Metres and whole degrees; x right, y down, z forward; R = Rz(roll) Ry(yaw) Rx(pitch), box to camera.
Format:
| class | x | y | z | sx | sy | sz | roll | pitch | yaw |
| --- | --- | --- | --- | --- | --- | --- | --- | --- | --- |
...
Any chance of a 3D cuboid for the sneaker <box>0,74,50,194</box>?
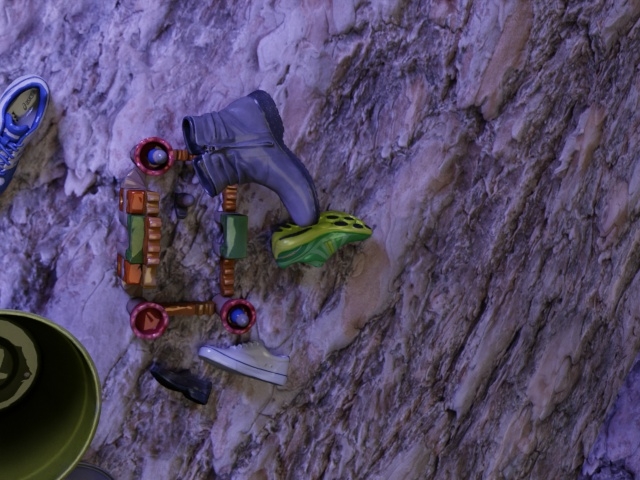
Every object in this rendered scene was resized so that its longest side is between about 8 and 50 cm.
| class | x | y | z | sx | sy | sz | roll | pitch | yaw |
| --- | --- | --- | --- | --- | --- | --- | --- | --- | --- |
| sneaker | -0.658 | -0.215 | 1.363 | 0.112 | 0.131 | 0.296 | 26 | 87 | -29 |

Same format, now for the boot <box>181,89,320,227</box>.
| class | x | y | z | sx | sy | sz | roll | pitch | yaw |
| --- | --- | --- | --- | --- | --- | --- | --- | --- | --- |
| boot | -0.157 | -0.143 | 1.447 | 0.222 | 0.118 | 0.338 | -33 | 100 | -29 |

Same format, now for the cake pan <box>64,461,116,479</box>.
| class | x | y | z | sx | sy | sz | roll | pitch | yaw |
| --- | --- | --- | --- | --- | --- | --- | --- | --- | --- |
| cake pan | -0.609 | 0.676 | 1.563 | 0.293 | 0.054 | 0.293 | -4 | 99 | -25 |

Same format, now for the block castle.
| class | x | y | z | sx | sy | sz | roll | pitch | yaw |
| --- | --- | --- | --- | --- | --- | --- | --- | --- | --- |
| block castle | -0.298 | -0.008 | 1.524 | 0.303 | 0.213 | 0.453 | 0 | 98 | -26 |

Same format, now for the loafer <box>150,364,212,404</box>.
| class | x | y | z | sx | sy | sz | roll | pitch | yaw |
| --- | --- | --- | --- | --- | --- | --- | --- | --- | --- |
| loafer | -0.346 | 0.349 | 1.646 | 0.170 | 0.062 | 0.061 | 39 | 58 | -29 |

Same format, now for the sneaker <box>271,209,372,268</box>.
| class | x | y | z | sx | sy | sz | roll | pitch | yaw |
| --- | --- | --- | --- | --- | --- | --- | --- | --- | --- |
| sneaker | 0.000 | 0.000 | 1.747 | 0.295 | 0.109 | 0.123 | -12 | 128 | -27 |

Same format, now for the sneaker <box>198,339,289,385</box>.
| class | x | y | z | sx | sy | sz | roll | pitch | yaw |
| --- | --- | --- | --- | --- | --- | --- | --- | --- | --- |
| sneaker | -0.194 | 0.301 | 1.701 | 0.258 | 0.094 | 0.091 | 25 | 68 | -31 |

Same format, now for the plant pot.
| class | x | y | z | sx | sy | sz | roll | pitch | yaw |
| --- | --- | --- | --- | --- | --- | --- | --- | --- | --- |
| plant pot | -0.656 | 0.287 | 1.308 | 0.366 | 0.353 | 0.366 | -3 | 96 | -29 |
